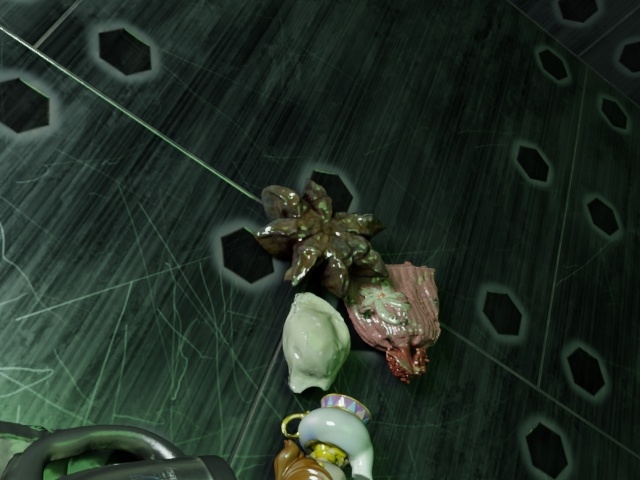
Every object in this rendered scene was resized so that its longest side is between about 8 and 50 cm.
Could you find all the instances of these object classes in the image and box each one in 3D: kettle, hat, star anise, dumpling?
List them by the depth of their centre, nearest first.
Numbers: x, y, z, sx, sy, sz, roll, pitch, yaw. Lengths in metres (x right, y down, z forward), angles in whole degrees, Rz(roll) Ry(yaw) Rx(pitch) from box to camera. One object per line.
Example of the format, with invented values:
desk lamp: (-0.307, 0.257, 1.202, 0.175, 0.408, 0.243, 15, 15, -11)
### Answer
kettle: (-0.307, 0.401, 1.164, 0.324, 0.228, 0.321, 3, 43, -30)
dumpling: (-0.008, 0.199, 1.551, 0.136, 0.118, 0.199, 17, 70, -23)
star anise: (0.008, -0.012, 1.679, 0.315, 0.108, 0.315, 10, 53, -13)
hat: (0.162, 0.159, 1.693, 0.237, 0.107, 0.286, 1, 56, -16)

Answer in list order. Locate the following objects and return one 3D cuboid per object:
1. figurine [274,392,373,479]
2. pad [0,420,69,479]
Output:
figurine: (-0.002, 0.402, 1.416, 0.190, 0.142, 0.263, 17, 49, 14)
pad: (-0.488, 0.349, 1.186, 0.233, 0.022, 0.174, 15, 55, -28)
